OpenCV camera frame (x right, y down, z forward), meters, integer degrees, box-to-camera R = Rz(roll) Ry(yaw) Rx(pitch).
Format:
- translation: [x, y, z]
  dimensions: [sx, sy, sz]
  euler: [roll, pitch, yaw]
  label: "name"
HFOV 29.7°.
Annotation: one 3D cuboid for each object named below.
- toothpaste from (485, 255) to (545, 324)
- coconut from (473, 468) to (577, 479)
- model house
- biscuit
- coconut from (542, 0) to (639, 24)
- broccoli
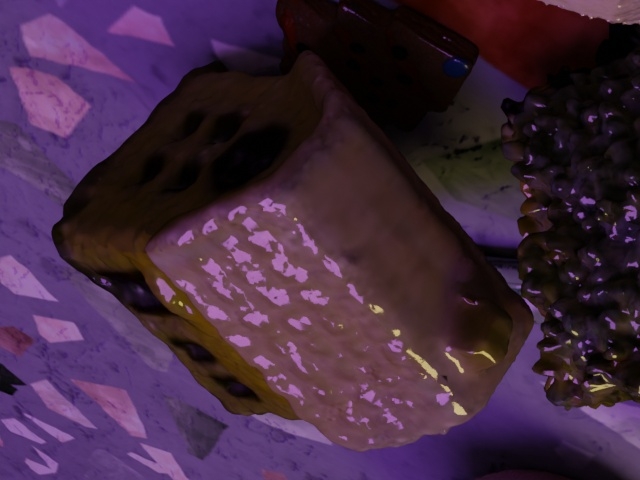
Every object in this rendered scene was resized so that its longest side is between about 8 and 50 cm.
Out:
- translation: [0.133, 0.034, 0.804]
  dimensions: [0.218, 0.041, 0.064]
  euler: [5, 136, 25]
  label: "toothpaste"
- translation: [0.172, 0.310, 0.990]
  dimensions: [0.233, 0.233, 0.245]
  euler: [14, 148, 20]
  label: "coconut"
- translation: [0.000, 0.000, 0.692]
  dimensions: [0.234, 0.174, 0.193]
  euler: [-2, 134, 53]
  label: "model house"
- translation: [0.031, -0.101, 0.703]
  dimensions: [0.130, 0.019, 0.119]
  euler: [-2, 138, 37]
  label: "biscuit"
- translation: [0.093, -0.164, 0.459]
  dimensions: [0.153, 0.147, 0.147]
  euler: [27, 148, -2]
  label: "coconut"
- translation: [0.202, 0.025, 0.602]
  dimensions: [0.242, 0.180, 0.273]
  euler: [3, 140, 33]
  label: "broccoli"
